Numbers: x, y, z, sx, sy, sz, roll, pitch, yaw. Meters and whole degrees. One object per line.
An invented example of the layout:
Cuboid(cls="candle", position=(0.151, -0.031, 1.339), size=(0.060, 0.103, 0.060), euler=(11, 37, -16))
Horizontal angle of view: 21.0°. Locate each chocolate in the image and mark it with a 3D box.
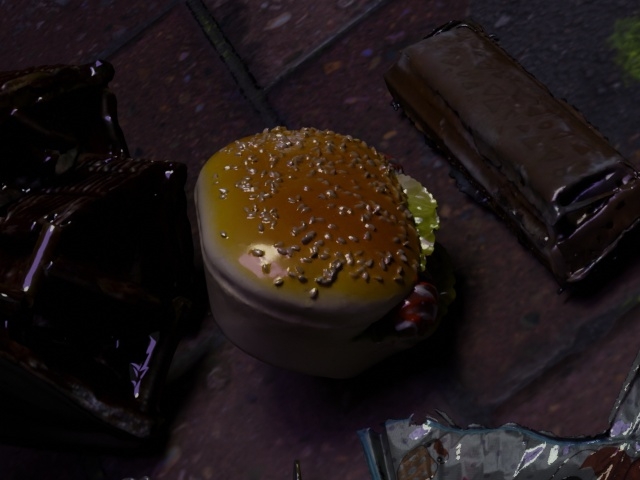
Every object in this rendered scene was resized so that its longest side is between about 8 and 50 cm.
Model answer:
Cuboid(cls="chocolate", position=(0.129, -0.077, 1.209), size=(0.102, 0.065, 0.329), euler=(-38, 32, 3))

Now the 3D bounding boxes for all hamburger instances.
Cuboid(cls="hamburger", position=(0.000, 0.000, 1.164), size=(0.210, 0.173, 0.116), euler=(-100, 29, -53))

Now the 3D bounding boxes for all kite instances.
Cuboid(cls="kite", position=(0.161, 0.145, 0.970), size=(0.406, 0.014, 0.368), euler=(-1, 48, 43))

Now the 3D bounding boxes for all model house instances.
Cuboid(cls="model house", position=(-0.244, -0.030, 1.296), size=(0.317, 0.297, 0.282), euler=(-3, 54, 44))

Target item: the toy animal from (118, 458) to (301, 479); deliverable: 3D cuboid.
Cuboid(cls="toy animal", position=(-0.100, 0.222, 1.049), size=(0.219, 0.095, 0.155), euler=(-36, 26, 7))
